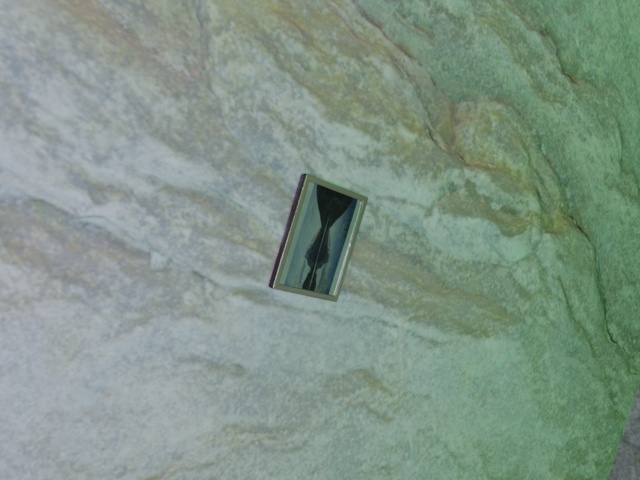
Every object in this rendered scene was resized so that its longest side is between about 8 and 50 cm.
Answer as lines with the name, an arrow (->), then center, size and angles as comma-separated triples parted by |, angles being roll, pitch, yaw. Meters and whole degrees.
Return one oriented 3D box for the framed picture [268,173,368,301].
framed picture -> 0.000, 0.000, 0.970 | 0.150, 0.015, 0.203 | 17, 89, -37
